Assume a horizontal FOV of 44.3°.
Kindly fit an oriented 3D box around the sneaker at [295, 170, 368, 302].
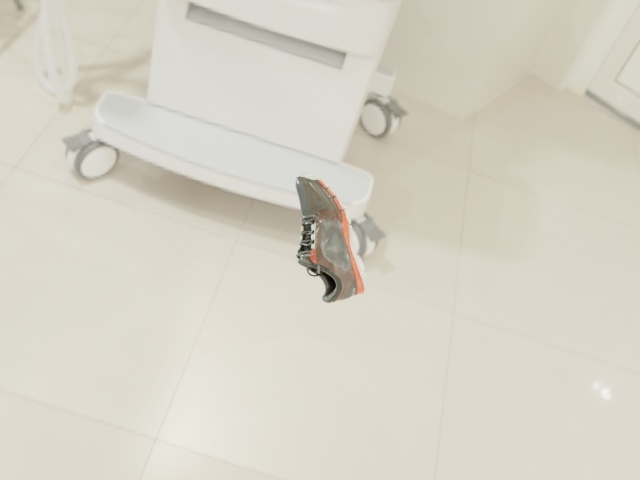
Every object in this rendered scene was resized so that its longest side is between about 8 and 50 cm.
[{"bbox_3d":[0.000,0.000,0.889,0.065,0.061,0.157,-27,97,-22],"label":"sneaker"}]
